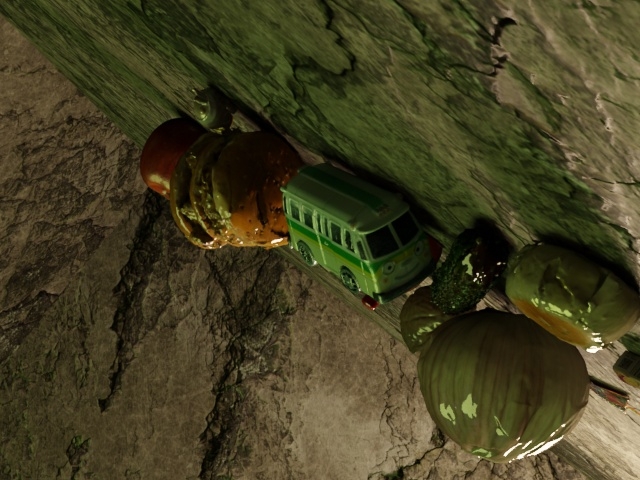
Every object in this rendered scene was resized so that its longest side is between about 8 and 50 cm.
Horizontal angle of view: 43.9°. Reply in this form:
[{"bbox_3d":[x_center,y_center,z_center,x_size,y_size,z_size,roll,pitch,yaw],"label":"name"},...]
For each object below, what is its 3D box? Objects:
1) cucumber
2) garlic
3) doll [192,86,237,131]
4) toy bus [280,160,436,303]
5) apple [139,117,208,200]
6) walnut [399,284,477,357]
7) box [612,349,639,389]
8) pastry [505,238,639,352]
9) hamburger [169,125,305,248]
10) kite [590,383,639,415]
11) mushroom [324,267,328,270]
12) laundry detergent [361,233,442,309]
[{"bbox_3d":[0.232,0.049,1.230,0.096,0.096,0.359,37,170,8],"label":"cucumber"},{"bbox_3d":[0.311,0.249,1.370,0.317,0.260,0.317,19,171,3],"label":"garlic"},{"bbox_3d":[-0.203,-0.255,1.534,0.084,0.073,0.127,0,165,16],"label":"doll"},{"bbox_3d":[0.054,-0.023,1.340,0.276,0.133,0.165,29,143,48],"label":"toy bus"},{"bbox_3d":[-0.362,-0.207,2.083,0.218,0.201,0.218,30,168,7],"label":"apple"},{"bbox_3d":[0.252,0.174,1.644,0.178,0.178,0.230,38,167,-2],"label":"walnut"},{"bbox_3d":[0.503,0.212,1.105,0.050,0.041,0.207,45,170,-29],"label":"box"},{"bbox_3d":[0.308,0.070,0.973,0.165,0.088,0.166,34,174,4],"label":"pastry"},{"bbox_3d":[-0.146,-0.099,1.531,0.211,0.245,0.260,0,171,45],"label":"hamburger"},{"bbox_3d":[0.567,0.305,1.517,0.159,0.010,0.190,33,173,25],"label":"kite"},{"bbox_3d":[0.000,0.000,2.021,0.212,0.097,0.088,37,-177,4],"label":"mushroom"},{"bbox_3d":[0.138,0.057,1.403,0.097,0.165,0.049,33,171,33],"label":"laundry detergent"}]
